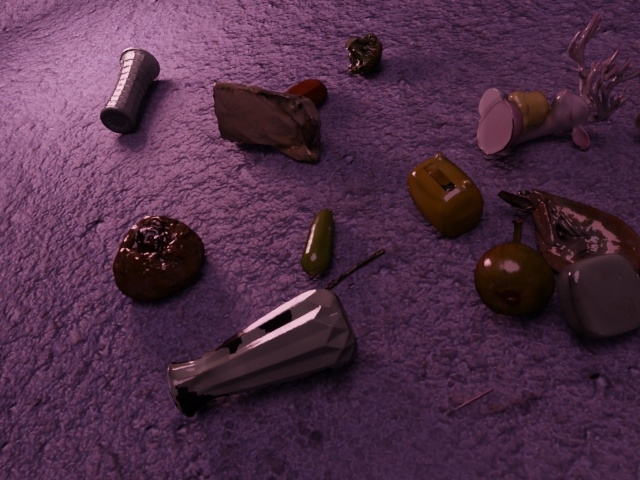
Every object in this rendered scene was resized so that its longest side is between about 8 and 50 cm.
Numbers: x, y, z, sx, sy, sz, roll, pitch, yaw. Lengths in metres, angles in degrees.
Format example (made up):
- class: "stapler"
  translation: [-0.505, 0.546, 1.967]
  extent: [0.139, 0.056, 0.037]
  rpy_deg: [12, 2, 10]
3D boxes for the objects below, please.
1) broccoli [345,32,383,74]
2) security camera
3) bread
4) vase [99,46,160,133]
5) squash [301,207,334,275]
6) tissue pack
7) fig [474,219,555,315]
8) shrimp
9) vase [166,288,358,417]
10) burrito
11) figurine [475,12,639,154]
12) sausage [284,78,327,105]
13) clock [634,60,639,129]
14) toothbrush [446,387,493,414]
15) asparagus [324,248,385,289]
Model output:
- class: "broccoli"
  translation: [0.130, -0.570, 1.675]
  extent: [0.130, 0.120, 0.131]
  rpy_deg: [24, 94, 54]
- class: "security camera"
  translation: [0.581, 0.082, 1.007]
  extent: [0.301, 0.080, 0.157]
  rpy_deg: [-14, 81, -8]
- class: "bread"
  translation: [-0.400, 0.036, 1.343]
  extent: [0.230, 0.123, 0.230]
  rpy_deg: [-11, 48, 12]
- class: "vase"
  translation: [-0.646, -0.501, 1.856]
  extent: [0.143, 0.143, 0.299]
  rpy_deg: [-5, 52, 13]
- class: "squash"
  translation: [0.000, 0.000, 1.284]
  extent: [0.066, 0.066, 0.201]
  rpy_deg: [-1, 46, 17]
- class: "tissue pack"
  translation: [0.277, -0.107, 1.240]
  extent: [0.123, 0.127, 0.178]
  rpy_deg: [-29, 48, -4]
- class: "fig"
  translation: [0.370, 0.063, 1.079]
  extent: [0.142, 0.148, 0.186]
  rpy_deg: [-25, 8, 15]
- class: "shrimp"
  translation: [0.496, -0.015, 1.131]
  extent: [0.317, 0.077, 0.168]
  rpy_deg: [30, 68, 31]
- class: "vase"
  translation: [-0.113, 0.225, 1.084]
  extent: [0.360, 0.165, 0.165]
  rpy_deg: [-24, 48, 3]
- class: "burrito"
  translation: [-0.130, -0.338, 1.535]
  extent: [0.331, 0.190, 0.135]
  rpy_deg: [16, 34, 23]
- class: "figurine"
  translation: [0.544, -0.324, 1.252]
  extent: [0.315, 0.284, 0.206]
  rpy_deg: [-15, 49, -10]
- class: "sausage"
  translation: [-0.049, -0.424, 1.634]
  extent: [0.089, 0.089, 0.179]
  rpy_deg: [27, 54, 33]
- class: "clock"
  translation: [0.864, -0.322, 1.247]
  extent: [0.276, 0.120, 0.379]
  rpy_deg: [8, 50, 19]
- class: "toothbrush"
  translation: [0.269, 0.290, 0.994]
  extent: [0.097, 0.008, 0.006]
  rpy_deg: [-27, 63, -6]
- class: "asparagus"
  translation: [0.077, 0.063, 1.239]
  extent: [0.166, 0.013, 0.016]
  rpy_deg: [-32, 39, -10]
